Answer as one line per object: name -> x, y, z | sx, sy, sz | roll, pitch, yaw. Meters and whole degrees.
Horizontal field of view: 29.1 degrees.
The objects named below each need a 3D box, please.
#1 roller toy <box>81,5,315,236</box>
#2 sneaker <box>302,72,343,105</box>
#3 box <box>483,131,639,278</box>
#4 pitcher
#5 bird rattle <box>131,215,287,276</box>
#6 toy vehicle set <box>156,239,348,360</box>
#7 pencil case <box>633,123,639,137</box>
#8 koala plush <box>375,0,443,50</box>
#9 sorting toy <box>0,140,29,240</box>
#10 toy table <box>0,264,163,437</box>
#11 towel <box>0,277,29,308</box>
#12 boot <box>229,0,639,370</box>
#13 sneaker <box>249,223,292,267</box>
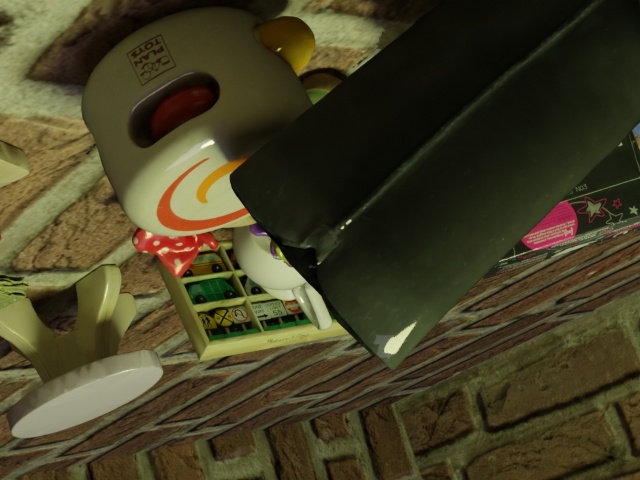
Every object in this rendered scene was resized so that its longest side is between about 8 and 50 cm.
roller toy -> -0.108, -0.111, 1.102 | 0.191, 0.146, 0.209 | -12, 154, -36
sneaker -> 0.032, -0.083, 1.308 | 0.064, 0.086, 0.192 | -10, 136, 26
box -> 0.319, -0.065, 1.723 | 0.247, 0.163, 0.142 | -18, 168, 0
pitcher -> -0.037, 0.029, 1.616 | 0.125, 0.178, 0.207 | -37, 169, -12
bird rattle -> -0.119, -0.060, 1.361 | 0.253, 0.143, 0.207 | 4, 151, 25
toy vehicle set -> -0.079, 0.071, 1.724 | 0.267, 0.166, 0.035 | -8, 145, -34
pencil case -> 0.495, -0.221, 1.456 | 0.133, 0.119, 0.306 | -1, 157, -39
koala plush -> 0.167, -0.172, 1.166 | 0.221, 0.203, 0.196 | -8, 165, 6
sorting toy -> -0.436, -0.022, 1.138 | 0.257, 0.089, 0.255 | -22, 164, 14
toy table -> -0.350, 0.156, 1.728 | 0.274, 0.161, 0.252 | -27, 162, 26
towel -> -0.461, 0.082, 1.592 | 0.148, 0.027, 0.110 | -25, 165, 18
boot -> 0.200, -0.055, 0.985 | 0.445, 0.367, 0.146 | -39, 166, -7
sneaker -> 0.000, 0.000, 1.433 | 0.104, 0.236, 0.095 | -39, 142, -20
